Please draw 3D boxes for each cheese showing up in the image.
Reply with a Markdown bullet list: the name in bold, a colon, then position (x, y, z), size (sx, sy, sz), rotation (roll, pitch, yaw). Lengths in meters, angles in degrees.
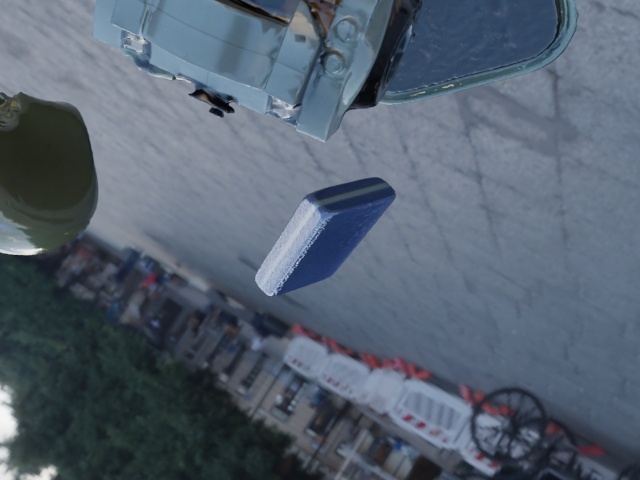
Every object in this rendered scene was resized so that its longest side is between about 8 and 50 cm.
- **cheese**: position (-0.318, -0.072, 1.004), size (0.091, 0.175, 0.202), rotation (-15, 170, 33)

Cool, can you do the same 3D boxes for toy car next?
- **toy car**: position (-0.014, -0.212, 0.517), size (0.193, 0.301, 0.118), rotation (26, -155, 6)

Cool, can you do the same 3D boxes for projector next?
- **projector**: position (0.124, -0.326, 1.048), size (0.249, 0.249, 0.248), rotation (-12, 129, 15)

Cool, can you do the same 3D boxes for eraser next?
- **eraser**: position (0.000, 0.000, 0.980), size (0.036, 0.082, 0.225), rotation (66, 154, 17)

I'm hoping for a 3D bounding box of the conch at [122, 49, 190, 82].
- **conch**: position (-0.053, -0.173, 0.713), size (0.176, 0.122, 0.188), rotation (52, -150, -4)
